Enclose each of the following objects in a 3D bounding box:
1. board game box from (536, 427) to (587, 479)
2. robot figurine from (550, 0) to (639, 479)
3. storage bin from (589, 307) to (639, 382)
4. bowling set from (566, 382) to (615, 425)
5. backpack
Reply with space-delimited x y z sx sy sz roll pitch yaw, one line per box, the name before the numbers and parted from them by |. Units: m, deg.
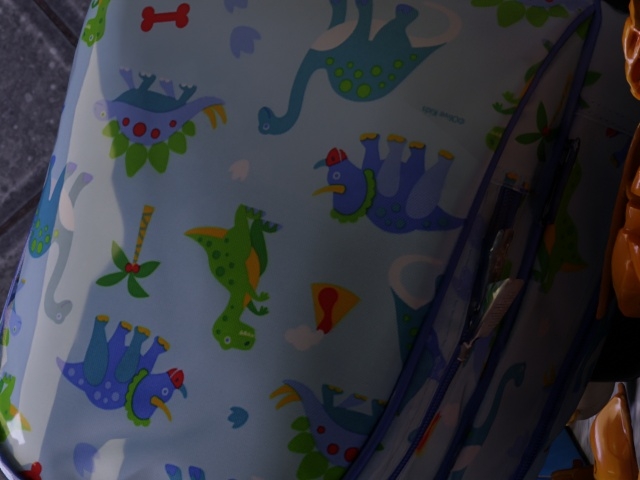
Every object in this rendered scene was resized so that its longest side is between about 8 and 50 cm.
board game box | 0.118 0.272 1.364 0.302 0.086 0.308 -94 8 -82
robot figurine | 0.141 0.063 0.737 0.211 0.085 0.291 -85 0 -61
storage bin | 0.135 0.009 0.975 0.091 0.098 0.135 26 -114 -63
bowling set | 0.111 0.202 1.094 0.200 0.154 0.287 74 -156 -46
backpack | 0.000 0.000 0.876 0.273 0.290 0.355 -18 -54 -63
